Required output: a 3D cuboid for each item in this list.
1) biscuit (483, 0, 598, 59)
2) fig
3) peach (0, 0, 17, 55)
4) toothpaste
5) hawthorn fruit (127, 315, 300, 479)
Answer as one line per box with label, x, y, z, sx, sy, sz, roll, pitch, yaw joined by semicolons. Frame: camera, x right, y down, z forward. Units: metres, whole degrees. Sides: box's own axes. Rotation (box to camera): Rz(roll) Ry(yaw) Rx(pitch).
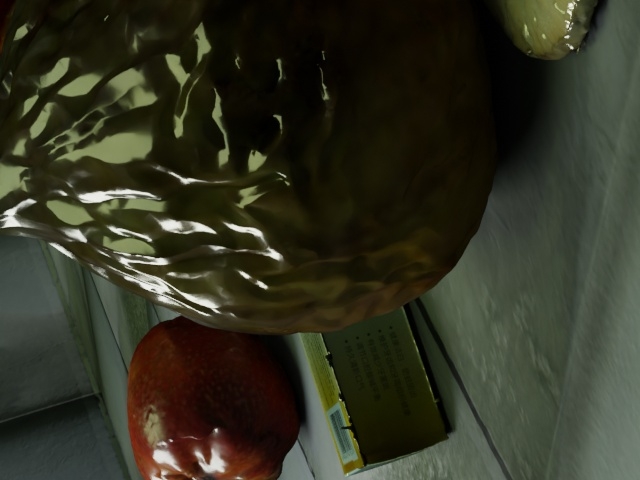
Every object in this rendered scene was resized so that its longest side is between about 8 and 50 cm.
biscuit;0.084;-0.150;0.775;0.152;0.020;0.152;164;90;-77
fig;-0.095;-0.049;0.892;0.286;0.368;0.286;55;164;24
peach;-0.308;-0.254;1.722;0.154;0.267;0.159;21;132;20
toothpaste;0.000;0.000;1.195;0.089;0.071;0.313;122;130;-76
hawthorn fruit;-0.096;0.151;1.617;0.179;0.173;0.173;-76;-20;-60
